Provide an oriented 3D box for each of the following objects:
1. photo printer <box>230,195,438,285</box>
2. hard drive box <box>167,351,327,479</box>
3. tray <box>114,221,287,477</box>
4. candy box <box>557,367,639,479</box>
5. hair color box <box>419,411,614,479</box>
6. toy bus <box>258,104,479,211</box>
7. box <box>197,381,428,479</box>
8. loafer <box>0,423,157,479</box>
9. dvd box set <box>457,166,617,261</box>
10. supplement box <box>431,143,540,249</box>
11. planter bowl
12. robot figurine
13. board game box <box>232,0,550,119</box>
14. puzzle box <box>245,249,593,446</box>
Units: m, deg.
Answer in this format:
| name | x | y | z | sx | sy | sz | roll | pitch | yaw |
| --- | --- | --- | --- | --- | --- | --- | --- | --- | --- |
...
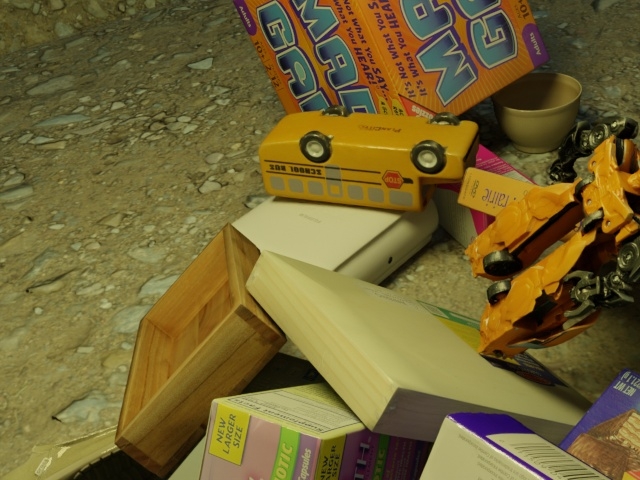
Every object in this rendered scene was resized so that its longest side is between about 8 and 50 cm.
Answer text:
| name | x | y | z | sx | sy | sz | roll | pitch | yaw |
| --- | --- | --- | --- | --- | --- | --- | --- | --- | --- |
| photo printer | 0.000 | 0.000 | 1.371 | 0.256 | 0.107 | 0.307 | 23 | 46 | 39 |
| hard drive box | -0.059 | 0.269 | 0.934 | 0.089 | 0.181 | 0.232 | 11 | 39 | 30 |
| tray | -0.151 | 0.114 | 1.083 | 0.203 | 0.076 | 0.411 | -48 | 15 | 4 |
| candy box | 0.303 | 0.311 | 0.772 | 0.317 | 0.122 | 0.268 | -44 | 45 | -18 |
| hair color box | 0.132 | 0.330 | 0.667 | 0.110 | 0.339 | 0.185 | 14 | 10 | -46 |
| toy bus | 0.074 | -0.126 | 1.322 | 0.332 | 0.130 | 0.108 | 8 | 37 | 22 |
| box | -0.006 | 0.259 | 0.814 | 0.117 | 0.214 | 0.243 | 12 | 2 | 31 |
| loafer | -0.311 | 0.287 | 1.050 | 0.268 | 0.102 | 0.092 | -25 | 42 | -19 |
| dvd box set | 0.406 | 0.001 | 1.069 | 0.307 | 0.062 | 0.420 | 14 | 8 | -24 |
| supplement box | 0.256 | -0.068 | 1.394 | 0.114 | 0.111 | 0.220 | -20 | 36 | -14 |
| planter bowl | 0.403 | -0.231 | 1.590 | 0.162 | 0.109 | 0.162 | -7 | 34 | 5 |
| robot figurine | 0.262 | 0.004 | 0.898 | 0.085 | 0.291 | 0.211 | 13 | 56 | -23 |
| board game box | 0.126 | -0.391 | 1.582 | 0.356 | 0.356 | 0.356 | -33 | 14 | -28 |
| puzzle box | 0.140 | 0.140 | 0.952 | 0.409 | 0.052 | 0.272 | 20 | 14 | -38 |
